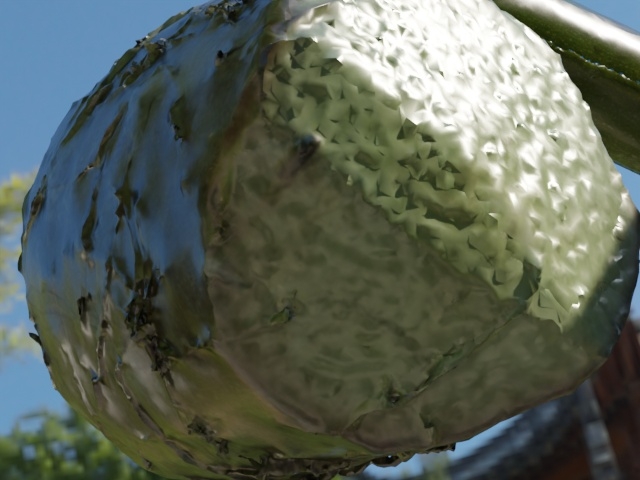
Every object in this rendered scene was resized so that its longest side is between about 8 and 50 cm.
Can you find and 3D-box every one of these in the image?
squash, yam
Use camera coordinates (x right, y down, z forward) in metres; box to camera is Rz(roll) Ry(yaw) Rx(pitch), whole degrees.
[{"bbox_3d":[0.187,-0.089,1.082,0.331,0.087,0.087,23,-42,-21],"label":"squash"},{"bbox_3d":[-0.004,0.003,0.701,0.202,0.201,0.271,28,-25,-18],"label":"yam"}]
